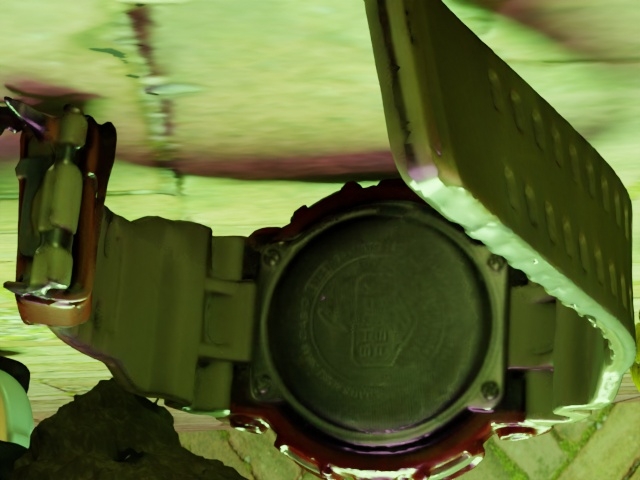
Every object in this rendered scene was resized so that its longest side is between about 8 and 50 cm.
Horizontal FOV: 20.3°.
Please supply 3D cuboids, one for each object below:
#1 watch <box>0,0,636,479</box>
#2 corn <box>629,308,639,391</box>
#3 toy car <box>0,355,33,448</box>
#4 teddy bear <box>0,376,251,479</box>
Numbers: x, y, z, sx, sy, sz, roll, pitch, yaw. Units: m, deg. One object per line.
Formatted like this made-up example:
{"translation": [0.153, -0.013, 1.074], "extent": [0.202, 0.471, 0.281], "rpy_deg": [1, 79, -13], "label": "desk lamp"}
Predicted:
{"translation": [-0.003, 0.002, 0.473], "extent": [0.164, 0.102, 0.268], "rpy_deg": [-3, 164, 20], "label": "watch"}
{"translation": [0.199, 0.031, 0.654], "extent": [0.106, 0.106, 0.305], "rpy_deg": [0, 175, -15], "label": "corn"}
{"translation": [-0.332, 0.155, 1.192], "extent": [0.270, 0.181, 0.212], "rpy_deg": [-8, 160, 32], "label": "toy car"}
{"translation": [-0.127, 0.085, 0.596], "extent": [0.251, 0.129, 0.182], "rpy_deg": [24, -172, 22], "label": "teddy bear"}
